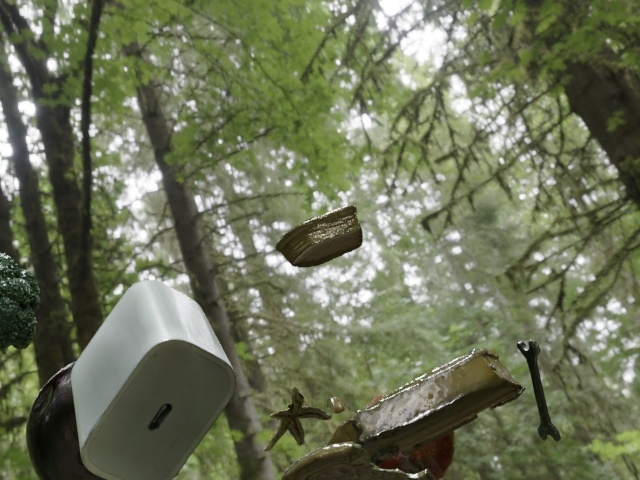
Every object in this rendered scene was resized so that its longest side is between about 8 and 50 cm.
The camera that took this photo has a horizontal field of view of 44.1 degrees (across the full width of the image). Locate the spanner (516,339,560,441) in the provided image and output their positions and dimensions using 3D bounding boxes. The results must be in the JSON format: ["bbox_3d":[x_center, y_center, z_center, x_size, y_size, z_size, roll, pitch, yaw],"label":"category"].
[{"bbox_3d":[0.449,0.310,1.623,0.015,0.254,0.054,-30,23,-32],"label":"spanner"}]

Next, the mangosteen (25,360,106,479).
[{"bbox_3d":[-0.410,0.331,1.480,0.275,0.302,0.275,-5,-72,-16],"label":"mangosteen"}]

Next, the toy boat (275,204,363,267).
[{"bbox_3d":[0.000,0.000,1.671,0.188,0.061,0.116,-22,-25,-7],"label":"toy boat"}]

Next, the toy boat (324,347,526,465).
[{"bbox_3d":[0.210,0.364,1.666,0.445,0.136,0.162,-24,-38,-13],"label":"toy boat"}]

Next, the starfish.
[{"bbox_3d":[-0.075,0.444,1.908,0.176,0.053,0.208,-45,-45,-7],"label":"starfish"}]

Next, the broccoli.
[{"bbox_3d":[-0.700,0.153,1.632,0.270,0.270,0.270,-3,-47,-29],"label":"broccoli"}]

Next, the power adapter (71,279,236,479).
[{"bbox_3d":[-0.219,0.161,0.991,0.124,0.255,0.187,35,-87,-27],"label":"power adapter"}]

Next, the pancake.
[{"bbox_3d":[0.056,0.368,1.099,0.235,0.029,0.212,15,-61,-5],"label":"pancake"}]

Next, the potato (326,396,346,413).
[{"bbox_3d":[0.040,0.415,2.019,0.037,0.036,0.093,-12,0,-12],"label":"potato"}]

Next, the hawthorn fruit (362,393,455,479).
[{"bbox_3d":[0.200,0.494,1.871,0.242,0.242,0.271,-17,-37,-7],"label":"hawthorn fruit"}]
